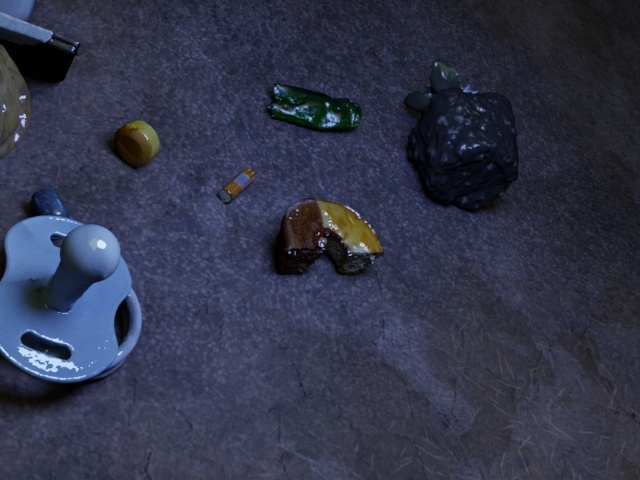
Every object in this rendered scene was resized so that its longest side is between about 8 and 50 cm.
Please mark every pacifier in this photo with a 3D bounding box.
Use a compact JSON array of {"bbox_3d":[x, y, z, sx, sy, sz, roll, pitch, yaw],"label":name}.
[{"bbox_3d":[-0.359,0.064,1.489,0.244,0.233,0.299,21,46,-20],"label":"pacifier"}]

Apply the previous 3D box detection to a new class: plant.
[{"bbox_3d":[0.303,-0.244,2.188,0.213,0.215,0.312,10,46,-21],"label":"plant"}]

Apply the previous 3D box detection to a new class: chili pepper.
[{"bbox_3d":[-0.012,-0.283,2.133,0.224,0.061,0.098,8,57,-29],"label":"chili pepper"}]

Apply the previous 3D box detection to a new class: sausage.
[{"bbox_3d":[-0.155,-0.109,1.914,0.031,0.031,0.107,40,43,4],"label":"sausage"}]

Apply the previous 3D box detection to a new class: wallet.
[{"bbox_3d":[-0.539,-0.348,1.743,0.221,0.262,0.071,21,82,-18],"label":"wallet"}]

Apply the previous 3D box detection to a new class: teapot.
[{"bbox_3d":[-0.447,-0.042,1.668,0.049,0.063,0.083,-28,72,-11],"label":"teapot"}]

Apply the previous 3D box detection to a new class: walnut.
[{"bbox_3d":[-0.579,-0.235,1.631,0.198,0.198,0.245,-14,83,-40],"label":"walnut"}]

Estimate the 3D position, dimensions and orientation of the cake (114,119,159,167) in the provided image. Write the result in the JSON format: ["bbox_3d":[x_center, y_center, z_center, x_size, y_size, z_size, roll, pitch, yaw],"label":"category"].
[{"bbox_3d":[-0.335,-0.177,1.821,0.084,0.084,0.044,40,41,4],"label":"cake"}]

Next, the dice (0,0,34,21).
[{"bbox_3d":[-0.648,-0.591,1.843,0.304,0.277,0.304,16,48,-17],"label":"dice"}]

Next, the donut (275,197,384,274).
[{"bbox_3d":[0.002,0.000,1.881,0.217,0.085,0.141,5,51,-30],"label":"donut"}]
